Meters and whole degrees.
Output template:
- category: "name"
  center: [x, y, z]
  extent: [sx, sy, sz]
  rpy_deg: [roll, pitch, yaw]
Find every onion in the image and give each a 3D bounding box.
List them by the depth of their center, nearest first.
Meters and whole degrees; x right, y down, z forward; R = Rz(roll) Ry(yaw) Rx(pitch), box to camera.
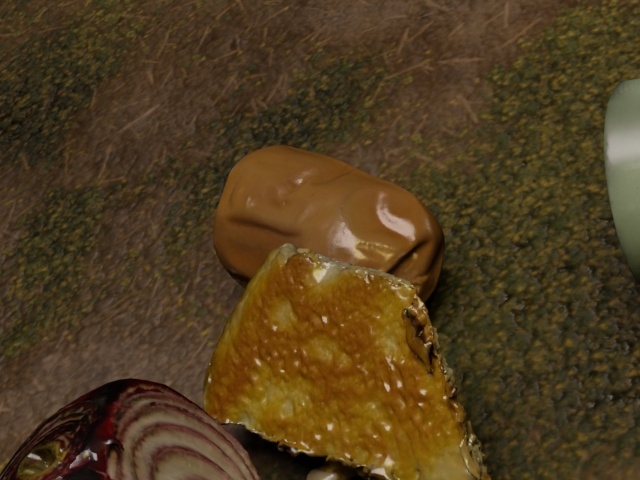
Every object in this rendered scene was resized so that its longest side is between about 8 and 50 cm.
- category: "onion"
  center: [-0.157, 0.226, 1.421]
  extent: [0.206, 0.216, 0.207]
  rpy_deg: [-40, 23, 17]

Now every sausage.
- category: "sausage"
  center: [0.000, -0.001, 1.628]
  extent: [0.136, 0.120, 0.241]
  rpy_deg: [-44, 41, -14]

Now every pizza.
- category: "pizza"
  center: [0.035, 0.116, 1.470]
  extent: [0.297, 0.071, 0.189]
  rpy_deg: [24, 99, 40]

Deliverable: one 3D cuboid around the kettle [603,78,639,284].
- category: "kettle"
  center: [0.356, -0.030, 1.403]
  extent: [0.255, 0.165, 0.240]
  rpy_deg: [-7, 72, 23]
